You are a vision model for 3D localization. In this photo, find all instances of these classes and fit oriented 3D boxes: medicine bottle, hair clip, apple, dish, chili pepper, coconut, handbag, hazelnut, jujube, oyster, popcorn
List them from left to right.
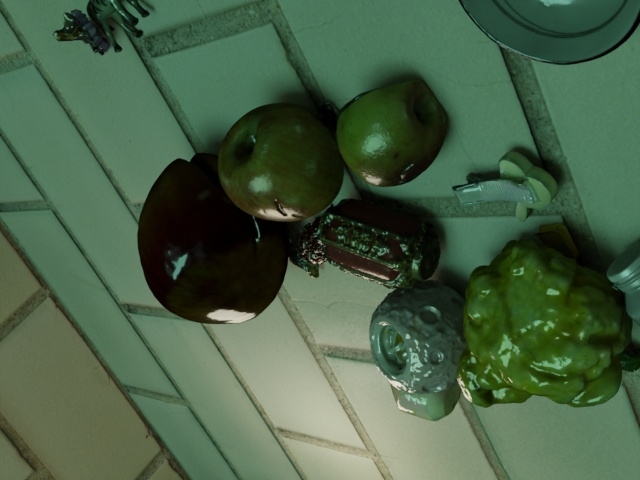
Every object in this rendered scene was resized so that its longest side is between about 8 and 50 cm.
[{"bbox_3d":[-0.566,-0.493,2.072,0.106,0.084,0.292,49,-176,-4],"label":"hair clip"},{"bbox_3d":[-0.277,0.009,2.139,0.402,0.402,0.429,25,151,25],"label":"hazelnut"},{"bbox_3d":[-0.077,-0.161,1.849,0.264,0.264,0.264,28,144,22],"label":"apple"},{"bbox_3d":[-0.054,0.038,2.229,0.148,0.051,0.103,41,148,3],"label":"oyster"},{"bbox_3d":[0.004,0.002,2.080,0.104,0.104,0.166,44,156,-2],"label":"jujube"},{"bbox_3d":[0.134,-0.204,1.664,0.207,0.173,0.188,34,152,-16],"label":"apple"},{"bbox_3d":[0.256,0.368,2.177,0.183,0.171,0.171,13,137,33],"label":"coconut"},{"bbox_3d":[0.359,-0.092,1.632,0.218,0.071,0.159,1,135,54],"label":"hair clip"},{"bbox_3d":[0.411,0.168,1.652,0.293,0.292,0.334,45,151,-17],"label":"popcorn"},{"bbox_3d":[0.343,-0.414,1.255,0.316,0.106,0.316,27,145,20],"label":"dish"},{"bbox_3d":[0.460,0.007,1.674,0.061,0.027,0.083,-8,122,50],"label":"handbag"},{"bbox_3d":[0.558,0.213,1.769,0.204,0.073,0.072,27,158,25],"label":"chili pepper"},{"bbox_3d":[0.614,0.106,1.522,0.215,0.135,0.135,45,147,-2],"label":"medicine bottle"}]

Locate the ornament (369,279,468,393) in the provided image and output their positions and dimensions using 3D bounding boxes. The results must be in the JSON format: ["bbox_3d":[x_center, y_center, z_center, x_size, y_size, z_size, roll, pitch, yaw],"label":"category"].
[{"bbox_3d":[0.242,0.214,1.949,0.259,0.225,0.259,29,125,51],"label":"ornament"}]

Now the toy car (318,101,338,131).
[{"bbox_3d":[0.035,-0.253,1.829,0.093,0.025,0.041,47,149,0],"label":"toy car"}]

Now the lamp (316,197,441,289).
[{"bbox_3d":[0.126,0.007,1.905,0.274,0.177,0.177,18,140,30],"label":"lamp"}]

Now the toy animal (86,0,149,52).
[{"bbox_3d":[-0.467,-0.553,1.976,0.170,0.090,0.255,40,145,13],"label":"toy animal"}]
